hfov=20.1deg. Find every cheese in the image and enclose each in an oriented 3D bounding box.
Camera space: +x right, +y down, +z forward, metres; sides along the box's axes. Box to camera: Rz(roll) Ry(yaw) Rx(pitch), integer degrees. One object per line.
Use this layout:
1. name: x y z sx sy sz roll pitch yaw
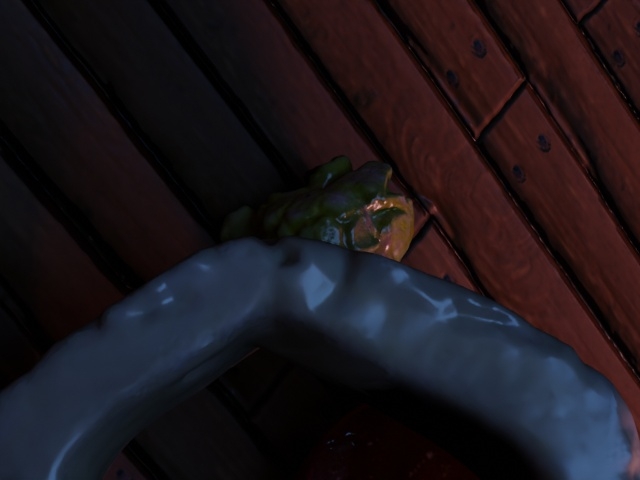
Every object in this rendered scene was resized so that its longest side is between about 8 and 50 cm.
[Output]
1. cheese: -0.006 0.146 0.931 0.332 0.153 0.292 31 83 1

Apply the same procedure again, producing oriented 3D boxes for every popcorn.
1. popcorn: 0.002 0.000 1.063 0.089 0.109 0.097 62 15 16

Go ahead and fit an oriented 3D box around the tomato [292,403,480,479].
1. tomato: 0.079 0.211 1.091 0.233 0.139 0.200 35 60 6
